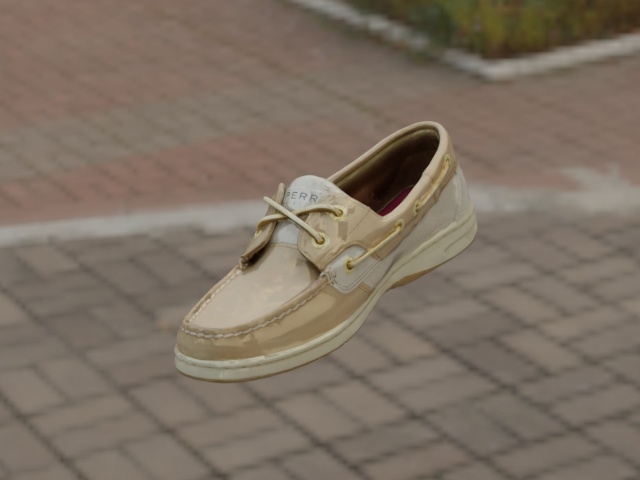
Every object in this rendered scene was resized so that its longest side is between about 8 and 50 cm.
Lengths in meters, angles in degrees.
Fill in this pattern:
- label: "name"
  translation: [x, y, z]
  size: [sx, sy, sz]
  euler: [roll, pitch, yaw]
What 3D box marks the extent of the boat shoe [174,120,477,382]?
- label: "boat shoe"
  translation: [0.000, 0.000, 0.778]
  size: [0.063, 0.059, 0.170]
  euler: [9, 30, 36]
